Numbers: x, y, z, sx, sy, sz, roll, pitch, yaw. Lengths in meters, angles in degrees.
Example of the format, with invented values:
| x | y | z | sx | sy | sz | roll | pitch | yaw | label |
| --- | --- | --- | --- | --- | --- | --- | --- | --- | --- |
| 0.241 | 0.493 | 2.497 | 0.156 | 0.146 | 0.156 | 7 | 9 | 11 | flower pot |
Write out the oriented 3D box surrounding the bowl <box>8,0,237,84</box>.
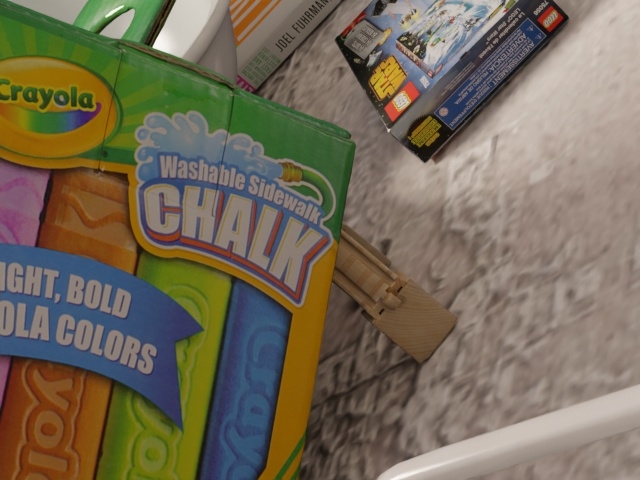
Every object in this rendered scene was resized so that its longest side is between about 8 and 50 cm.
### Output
| x | y | z | sx | sy | sz | roll | pitch | yaw | label |
| --- | --- | --- | --- | --- | --- | --- | --- | --- | --- |
| -0.163 | -0.055 | 1.059 | 0.298 | 0.134 | 0.298 | -15 | 39 | 13 | bowl |

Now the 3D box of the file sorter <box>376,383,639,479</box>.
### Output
| x | y | z | sx | sy | sz | roll | pitch | yaw | label |
| --- | --- | --- | --- | --- | --- | --- | --- | --- | --- |
| 0.076 | 0.178 | 0.313 | 0.193 | 0.173 | 0.278 | -25 | 35 | 46 | file sorter |

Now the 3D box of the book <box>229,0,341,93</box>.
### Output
| x | y | z | sx | sy | sz | roll | pitch | yaw | label |
| --- | --- | --- | --- | --- | --- | --- | --- | --- | --- |
| -0.029 | -0.134 | 1.138 | 0.144 | 0.035 | 0.096 | -46 | 30 | 10 | book |

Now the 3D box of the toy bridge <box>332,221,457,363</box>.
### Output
| x | y | z | sx | sy | sz | roll | pitch | yaw | label |
| --- | --- | --- | --- | --- | --- | --- | --- | --- | --- |
| 0.000 | 0.000 | 0.844 | 0.026 | 0.063 | 0.188 | -51 | 23 | 0 | toy bridge |

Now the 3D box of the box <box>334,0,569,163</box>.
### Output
| x | y | z | sx | sy | sz | roll | pitch | yaw | label |
| --- | --- | --- | --- | --- | --- | --- | --- | --- | --- |
| 0.059 | -0.100 | 0.930 | 0.094 | 0.027 | 0.137 | -45 | 24 | 10 | box |

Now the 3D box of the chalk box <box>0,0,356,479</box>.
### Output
| x | y | z | sx | sy | sz | roll | pitch | yaw | label |
| --- | --- | --- | --- | --- | --- | --- | --- | --- | --- |
| -0.115 | 0.018 | 0.775 | 0.180 | 0.179 | 0.289 | -15 | 62 | 54 | chalk box |
